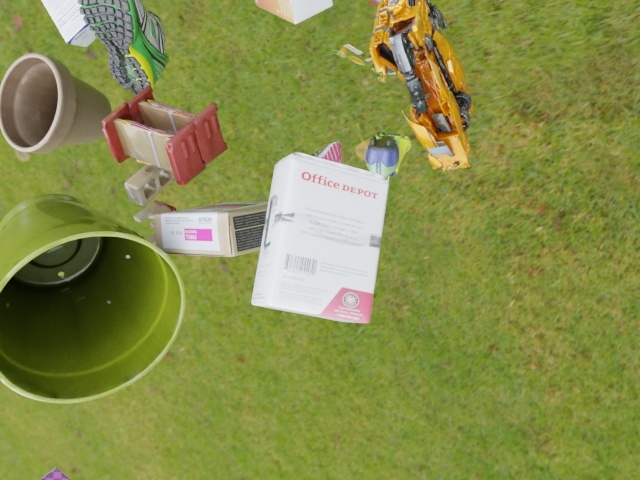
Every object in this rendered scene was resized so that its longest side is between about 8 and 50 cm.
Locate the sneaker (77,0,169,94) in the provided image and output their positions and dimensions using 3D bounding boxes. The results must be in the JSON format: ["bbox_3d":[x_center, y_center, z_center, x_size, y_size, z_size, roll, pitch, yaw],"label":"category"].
[{"bbox_3d":[-0.440,-0.499,1.511,0.134,0.146,0.343,18,151,11],"label":"sneaker"}]

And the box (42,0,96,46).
[{"bbox_3d":[-0.561,-0.548,1.546,0.126,0.072,0.137,-34,83,21],"label":"box"}]

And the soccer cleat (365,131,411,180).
[{"bbox_3d":[0.176,-0.220,1.742,0.094,0.289,0.121,6,105,16],"label":"soccer cleat"}]

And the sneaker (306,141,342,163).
[{"bbox_3d":[-0.002,-0.219,1.787,0.075,0.170,0.063,3,123,34],"label":"sneaker"}]

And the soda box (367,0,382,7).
[{"bbox_3d":[0.103,-0.580,1.382,0.092,0.263,0.083,39,97,30],"label":"soda box"}]

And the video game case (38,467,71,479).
[{"bbox_3d":[-0.330,0.481,1.013,0.232,0.042,0.210,25,131,25],"label":"video game case"}]

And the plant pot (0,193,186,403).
[{"bbox_3d":[-0.512,0.075,1.352,0.353,0.367,0.366,40,137,48],"label":"plant pot"}]

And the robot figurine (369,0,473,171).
[{"bbox_3d":[0.159,-0.249,1.008,0.085,0.211,0.291,-11,139,29],"label":"robot figurine"}]

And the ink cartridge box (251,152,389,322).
[{"bbox_3d":[0.000,0.000,0.958,0.092,0.159,0.217,168,114,-67],"label":"ink cartridge box"}]

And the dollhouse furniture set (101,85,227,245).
[{"bbox_3d":[-0.316,-0.131,1.469,0.201,0.152,0.374,21,140,25],"label":"dollhouse furniture set"}]

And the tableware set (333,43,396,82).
[{"bbox_3d":[0.106,-0.437,1.641,0.024,0.154,0.104,-64,21,1],"label":"tableware set"}]

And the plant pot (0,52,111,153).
[{"bbox_3d":[-0.715,-0.365,1.832,0.263,0.229,0.262,1,91,29],"label":"plant pot"}]

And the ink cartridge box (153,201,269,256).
[{"bbox_3d":[-0.188,-0.027,1.336,0.235,0.193,0.088,2,100,40],"label":"ink cartridge box"}]

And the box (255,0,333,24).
[{"bbox_3d":[-0.069,-0.515,1.282,0.170,0.091,0.130,41,158,46],"label":"box"}]
